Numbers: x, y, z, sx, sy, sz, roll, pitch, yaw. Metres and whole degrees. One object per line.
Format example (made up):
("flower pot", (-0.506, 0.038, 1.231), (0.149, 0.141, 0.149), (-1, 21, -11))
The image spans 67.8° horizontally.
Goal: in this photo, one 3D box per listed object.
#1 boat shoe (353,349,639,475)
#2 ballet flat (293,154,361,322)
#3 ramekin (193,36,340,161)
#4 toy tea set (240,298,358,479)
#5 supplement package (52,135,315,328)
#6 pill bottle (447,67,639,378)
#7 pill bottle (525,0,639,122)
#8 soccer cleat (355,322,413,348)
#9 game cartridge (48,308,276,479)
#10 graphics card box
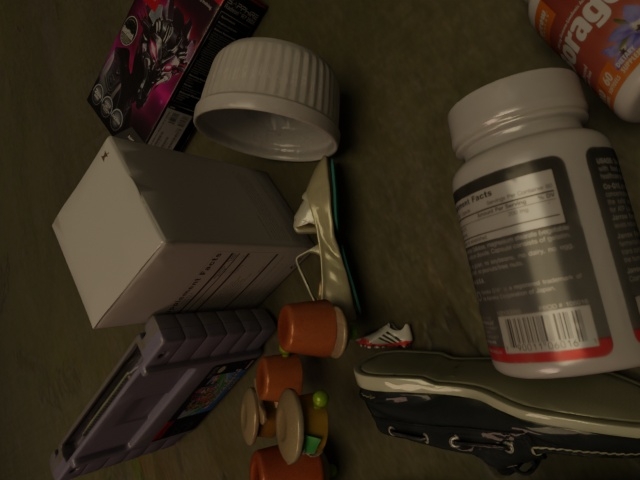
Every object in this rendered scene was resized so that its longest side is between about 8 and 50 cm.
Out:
("boat shoe", (0.195, 0.202, 0.536), (0.340, 0.127, 0.113), (-4, 99, 32))
("ballet flat", (0.000, 0.000, 0.689), (0.086, 0.086, 0.248), (-15, 79, 33))
("ramekin", (-0.068, -0.197, 0.684), (0.207, 0.207, 0.109), (4, 81, 34))
("toy tea set", (-0.016, 0.233, 0.661), (0.200, 0.124, 0.336), (-107, 31, -44))
("supplement package", (-0.186, -0.004, 0.696), (0.175, 0.293, 0.177), (-45, 65, 24))
("pill bottle", (0.230, -0.015, 0.495), (0.161, 0.161, 0.283), (-16, 79, 32))
("pill bottle", (0.292, -0.232, 0.479), (0.121, 0.121, 0.216), (-40, 57, 26))
("soccer cleat", (0.089, 0.133, 0.667), (0.083, 0.029, 0.035), (-8, 75, 30))
("game cartridge", (-0.245, 0.245, 0.762), (0.355, 0.230, 0.068), (-50, 56, 22))
("graphics card box", (-0.286, -0.344, 0.897), (0.233, 0.094, 0.371), (49, 114, 25))
